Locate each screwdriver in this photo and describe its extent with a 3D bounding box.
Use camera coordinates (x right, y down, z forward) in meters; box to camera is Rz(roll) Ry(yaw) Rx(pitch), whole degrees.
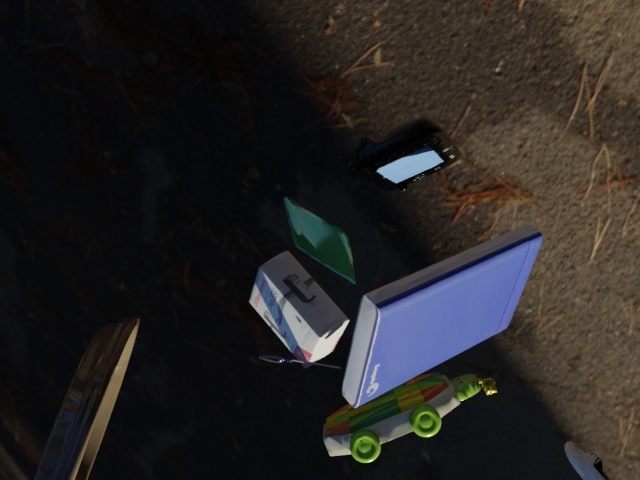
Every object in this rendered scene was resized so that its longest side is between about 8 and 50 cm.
[{"bbox_3d":[-0.042,0.238,1.569,0.169,0.024,0.025,5,130,10],"label":"screwdriver"}]

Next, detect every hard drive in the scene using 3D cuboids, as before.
[{"bbox_3d":[0.181,0.109,1.163,0.040,0.318,0.210,45,142,35],"label":"hard drive"}]

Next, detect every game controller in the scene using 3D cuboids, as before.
[{"bbox_3d":[0.156,-0.145,1.393,0.166,0.319,0.067,-15,83,16],"label":"game controller"}]

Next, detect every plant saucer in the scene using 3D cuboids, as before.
[{"bbox_3d":[-0.259,0.209,0.849,0.041,0.278,0.278,20,137,-8],"label":"plant saucer"}]

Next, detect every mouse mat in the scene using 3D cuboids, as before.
[{"bbox_3d":[0.000,0.000,1.567,0.189,0.007,0.153,31,148,34],"label":"mouse mat"}]

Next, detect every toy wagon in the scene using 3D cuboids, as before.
[{"bbox_3d":[0.171,0.324,1.529,0.344,0.267,0.068,-23,90,1],"label":"toy wagon"}]

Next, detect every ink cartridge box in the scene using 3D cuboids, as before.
[{"bbox_3d":[-0.054,0.155,1.767,0.218,0.092,0.159,49,147,19],"label":"ink cartridge box"}]

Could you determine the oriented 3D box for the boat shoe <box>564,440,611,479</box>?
[{"bbox_3d":[0.662,0.554,1.914,0.066,0.184,0.063,29,112,-27],"label":"boat shoe"}]
